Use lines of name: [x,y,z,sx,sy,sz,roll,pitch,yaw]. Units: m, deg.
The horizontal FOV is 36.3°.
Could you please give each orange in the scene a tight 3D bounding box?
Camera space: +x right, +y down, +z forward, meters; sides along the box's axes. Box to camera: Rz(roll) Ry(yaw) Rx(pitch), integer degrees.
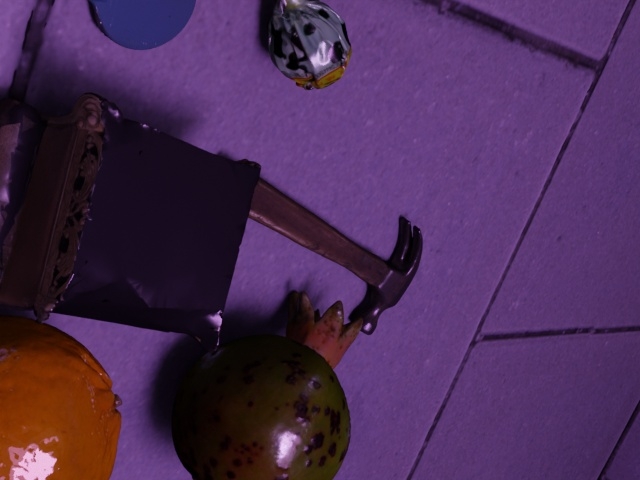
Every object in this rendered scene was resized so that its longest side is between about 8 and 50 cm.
orange: [-0.284,0.176,0.893,0.193,0.219,0.219,-14,145,16]

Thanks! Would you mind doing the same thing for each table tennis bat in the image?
table tennis bat: [-0.173,-0.221,0.878,0.155,0.019,0.100,-9,124,-47]

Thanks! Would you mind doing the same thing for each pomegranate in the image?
pomegranate: [-0.052,0.184,1.167,0.285,0.231,0.231,-60,145,-11]

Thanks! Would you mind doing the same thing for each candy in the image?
candy: [-0.041,-0.277,0.943,0.083,0.091,0.305,-33,132,-13]

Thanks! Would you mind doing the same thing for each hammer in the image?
hammer: [0.000,0.000,1.223,0.168,0.044,0.440,-57,144,3]

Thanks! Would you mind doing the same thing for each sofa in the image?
sofa: [-0.205,-0.016,0.915,0.258,0.182,0.200,18,85,-53]
